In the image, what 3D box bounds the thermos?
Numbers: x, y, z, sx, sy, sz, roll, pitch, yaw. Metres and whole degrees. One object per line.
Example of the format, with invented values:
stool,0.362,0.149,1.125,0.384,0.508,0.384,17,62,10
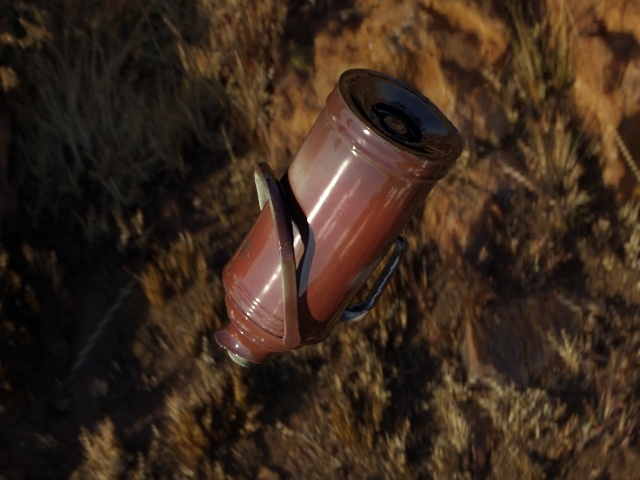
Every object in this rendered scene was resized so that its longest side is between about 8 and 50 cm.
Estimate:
thermos,0.001,0.002,0.932,0.124,0.232,0.099,16,34,-26
